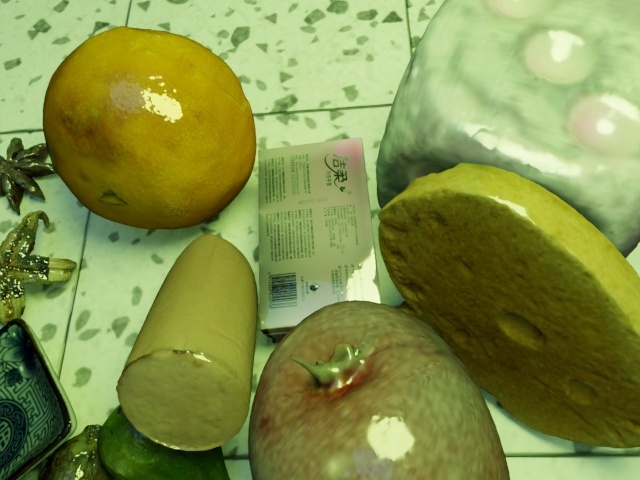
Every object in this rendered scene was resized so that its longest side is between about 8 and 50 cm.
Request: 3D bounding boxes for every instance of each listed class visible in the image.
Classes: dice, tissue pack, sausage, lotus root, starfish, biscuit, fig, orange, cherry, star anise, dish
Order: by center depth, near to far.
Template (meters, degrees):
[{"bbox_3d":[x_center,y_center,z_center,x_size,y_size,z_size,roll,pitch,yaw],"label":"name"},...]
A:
[{"bbox_3d":[0.059,0.193,0.484,0.221,0.307,0.261,-39,27,12],"label":"cherry"},{"bbox_3d":[0.188,0.079,0.527,0.344,0.287,0.057,48,57,-6],"label":"biscuit"},{"bbox_3d":[-0.281,0.296,0.567,0.080,0.089,0.179,25,68,-26],"label":"lotus root"},{"bbox_3d":[-0.163,0.239,0.567,0.123,0.123,0.156,-39,80,-10],"label":"fig"},{"bbox_3d":[-0.130,0.095,0.569,0.123,0.123,0.253,-10,25,2],"label":"sausage"},{"bbox_3d":[0.234,-0.117,0.587,0.271,0.270,0.270,24,71,16],"label":"dice"},{"bbox_3d":[-0.397,0.239,0.605,0.243,0.080,0.182,-41,61,-8],"label":"dish"},{"bbox_3d":[-0.213,-0.137,0.655,0.261,0.261,0.261,-2,67,6],"label":"orange"},{"bbox_3d":[0.000,0.000,0.660,0.148,0.092,0.246,-6,67,5],"label":"tissue pack"},{"bbox_3d":[-0.442,0.047,0.707,0.190,0.074,0.146,-43,75,-10],"label":"starfish"},{"bbox_3d":[-0.468,-0.104,0.788,0.141,0.042,0.141,-2,68,5],"label":"star anise"}]
